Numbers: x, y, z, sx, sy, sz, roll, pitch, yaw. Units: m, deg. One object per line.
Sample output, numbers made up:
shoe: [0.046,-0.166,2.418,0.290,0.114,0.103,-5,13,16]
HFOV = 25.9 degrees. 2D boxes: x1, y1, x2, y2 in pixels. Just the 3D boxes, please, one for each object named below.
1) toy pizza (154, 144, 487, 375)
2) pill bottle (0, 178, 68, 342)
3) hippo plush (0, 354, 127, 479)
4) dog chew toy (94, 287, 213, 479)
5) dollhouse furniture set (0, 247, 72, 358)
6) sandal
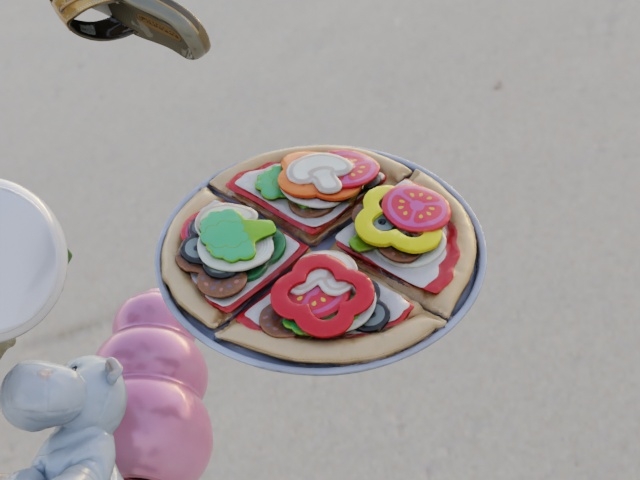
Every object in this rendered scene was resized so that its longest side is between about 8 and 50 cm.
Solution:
toy pizza: [0.000,0.000,0.837,0.201,0.032,0.201,-1,43,1]
pill bottle: [-0.331,0.020,1.359,0.161,0.161,0.283,-20,4,-15]
hippo plush: [-0.311,0.270,1.835,0.294,0.237,0.234,7,-5,-34]
dog chew toy: [-0.257,0.221,2.083,0.206,0.207,0.332,-5,55,11]
dollhouse furniture set: [-0.490,0.073,1.820,0.151,0.197,0.302,21,70,22]
sandal: [-0.167,-0.175,1.063,0.180,0.072,0.049,28,76,17]
